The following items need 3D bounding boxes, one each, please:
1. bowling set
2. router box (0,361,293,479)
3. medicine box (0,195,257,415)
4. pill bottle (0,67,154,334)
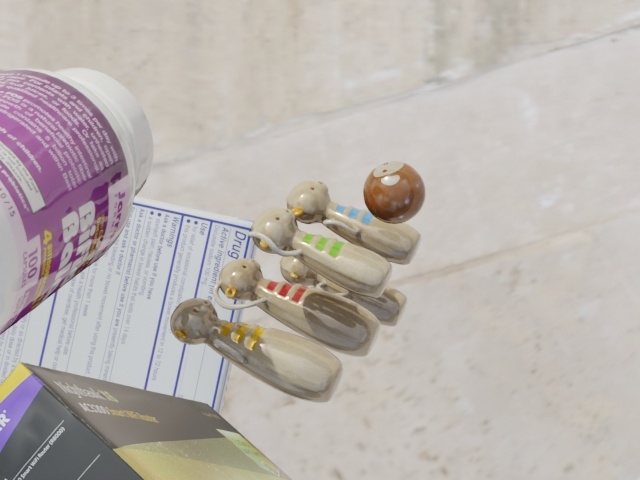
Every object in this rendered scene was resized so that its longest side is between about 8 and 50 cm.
[{"bbox_3d":[0.000,0.000,1.605,0.154,0.287,0.200,24,107,10],"label":"bowling set"},{"bbox_3d":[-0.044,0.183,0.984,0.243,0.309,0.081,40,92,16],"label":"router box"},{"bbox_3d":[-0.231,0.085,1.936,0.289,0.149,0.264,12,84,-4],"label":"medicine box"},{"bbox_3d":[-0.241,-0.034,1.371,0.169,0.301,0.169,7,112,18],"label":"pill bottle"}]
